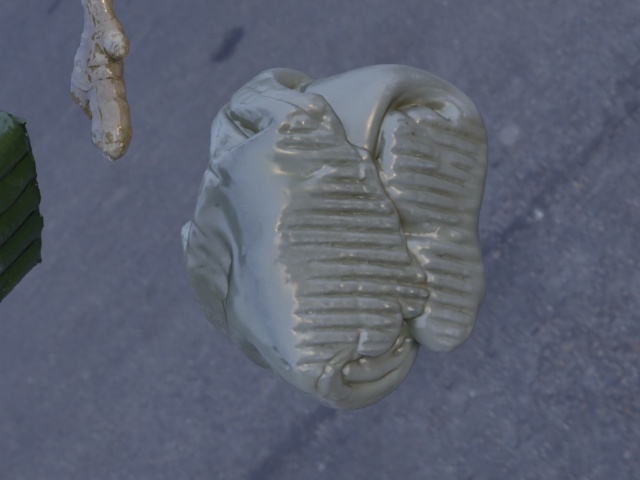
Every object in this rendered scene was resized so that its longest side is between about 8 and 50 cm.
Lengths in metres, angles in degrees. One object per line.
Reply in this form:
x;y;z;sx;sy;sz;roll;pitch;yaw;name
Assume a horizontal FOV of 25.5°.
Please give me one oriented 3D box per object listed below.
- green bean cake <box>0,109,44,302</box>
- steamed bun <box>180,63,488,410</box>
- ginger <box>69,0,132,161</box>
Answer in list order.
-0.493;-0.059;1.825;0.247;0.250;0.156;14;43;17;green bean cake
0.000;0.000;1.543;0.255;0.342;0.368;-9;80;55;steamed bun
-0.343;-0.290;2.181;0.148;0.081;0.334;-165;71;-64;ginger
